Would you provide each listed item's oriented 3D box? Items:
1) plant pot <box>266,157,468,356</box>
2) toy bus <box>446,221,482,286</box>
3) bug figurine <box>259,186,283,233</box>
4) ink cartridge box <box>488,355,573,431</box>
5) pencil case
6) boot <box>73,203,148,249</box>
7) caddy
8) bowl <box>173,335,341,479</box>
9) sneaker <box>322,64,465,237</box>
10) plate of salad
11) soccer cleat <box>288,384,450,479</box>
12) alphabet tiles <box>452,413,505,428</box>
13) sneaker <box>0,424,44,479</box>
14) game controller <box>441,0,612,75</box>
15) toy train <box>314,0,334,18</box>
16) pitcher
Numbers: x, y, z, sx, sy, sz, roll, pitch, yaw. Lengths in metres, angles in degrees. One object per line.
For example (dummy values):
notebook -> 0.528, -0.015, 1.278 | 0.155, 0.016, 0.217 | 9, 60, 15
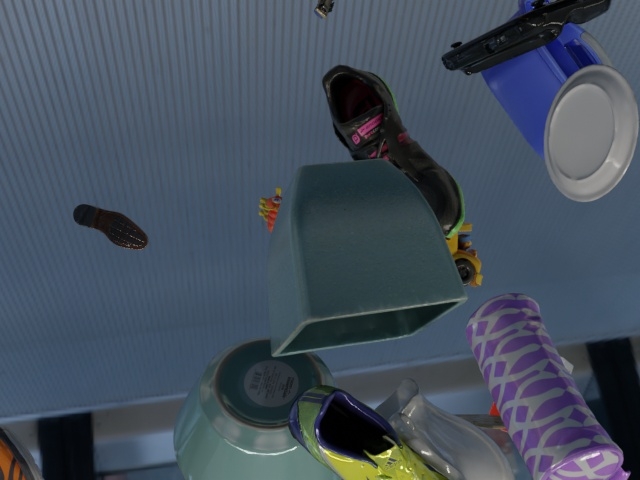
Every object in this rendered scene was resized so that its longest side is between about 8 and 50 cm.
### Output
plant pot -> 0.042, 0.017, 1.229 | 0.247, 0.253, 0.247 | -7, 163, -16
toy bus -> 0.299, -0.004, 1.956 | 0.220, 0.212, 0.149 | 18, 176, -9
bug figurine -> 0.000, 0.000, 1.660 | 0.278, 0.072, 0.216 | 7, 123, 8
ink cartridge box -> 0.429, 0.310, 1.620 | 0.066, 0.189, 0.232 | 18, 172, 33
pencil case -> 0.210, 0.143, 0.759 | 0.088, 0.206, 0.086 | 1, 133, -19
boot -> -0.529, -0.038, 2.105 | 0.219, 0.082, 0.106 | 26, -175, 12
caddy -> 0.457, -0.308, 1.515 | 0.179, 0.341, 0.241 | -35, -179, 38
bowl -> -0.091, 0.282, 1.337 | 0.311, 0.312, 0.163 | -4, 137, -10
sneaker -> 0.130, -0.182, 1.705 | 0.185, 0.483, 0.202 | -41, 151, 19
plate of salad -> 0.398, -0.156, 1.175 | 0.048, 0.200, 0.200 | 2, 144, -23
soccer cleat -> 0.085, 0.283, 0.989 | 0.289, 0.093, 0.121 | 39, 152, -8
alphabet tiles -> 0.299, 0.304, 1.353 | 0.237, 0.009, 0.198 | 8, 170, -35
sneaker -> -0.533, 0.476, 1.310 | 0.180, 0.321, 0.124 | -18, 171, -36
game controller -> 0.319, -0.334, 1.277 | 0.166, 0.067, 0.319 | -30, -171, -14
toy train -> 0.012, -0.434, 1.430 | 0.027, 0.158, 0.036 | 41, 124, -20
pitcher -> 0.170, 0.301, 1.107 | 0.125, 0.207, 0.178 | -46, 177, 8
